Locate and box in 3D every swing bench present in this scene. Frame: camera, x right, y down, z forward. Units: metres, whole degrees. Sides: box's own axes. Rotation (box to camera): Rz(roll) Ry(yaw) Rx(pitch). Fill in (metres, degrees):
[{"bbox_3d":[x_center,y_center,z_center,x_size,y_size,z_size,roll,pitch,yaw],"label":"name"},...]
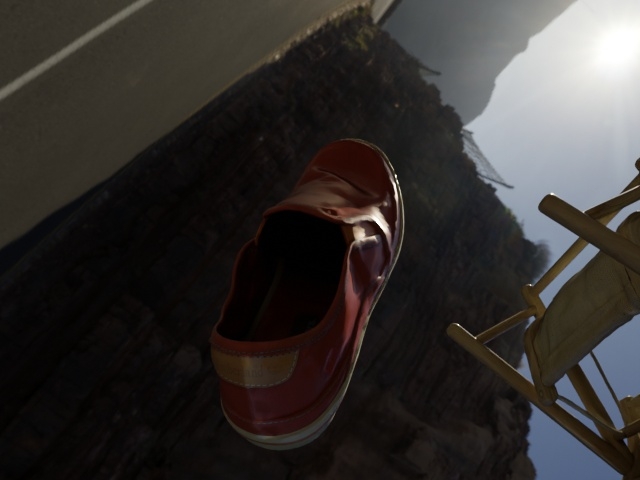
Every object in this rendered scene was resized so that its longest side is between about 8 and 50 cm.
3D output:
[{"bbox_3d":[0.298,0.103,0.489,0.165,0.254,0.253,-20,149,-26],"label":"swing bench"}]

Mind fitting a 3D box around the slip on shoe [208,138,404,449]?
[{"bbox_3d":[0.000,0.000,0.421,0.331,0.123,0.101,-68,154,-45],"label":"slip on shoe"}]
